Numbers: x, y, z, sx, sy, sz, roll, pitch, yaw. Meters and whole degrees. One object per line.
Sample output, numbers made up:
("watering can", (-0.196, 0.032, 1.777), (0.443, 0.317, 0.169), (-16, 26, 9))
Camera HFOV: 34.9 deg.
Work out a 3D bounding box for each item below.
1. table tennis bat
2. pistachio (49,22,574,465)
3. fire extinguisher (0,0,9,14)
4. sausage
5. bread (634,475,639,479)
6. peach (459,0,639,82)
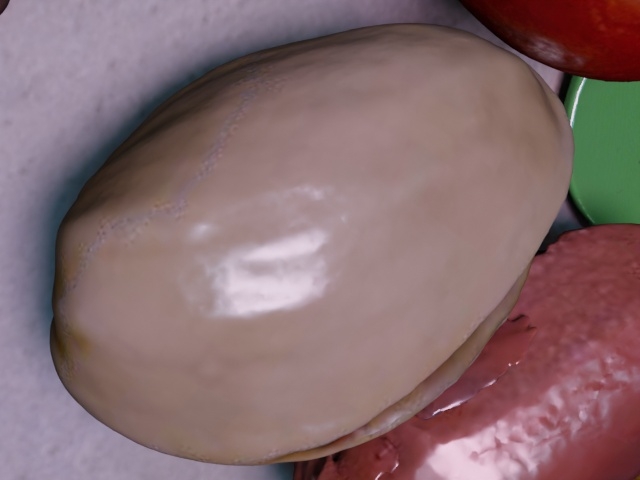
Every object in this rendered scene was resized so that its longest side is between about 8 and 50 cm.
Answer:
("table tennis bat", (0.226, -0.121, 0.656), (0.160, 0.039, 0.257), (-5, 108, -24))
("pistachio", (0.000, 0.000, 0.514), (0.288, 0.166, 0.197), (-23, 72, -12))
("fire extinguisher", (-0.190, -0.131, 0.451), (0.252, 0.106, 0.075), (-17, 88, -17))
("sausage", (0.109, 0.099, 0.596), (0.280, 0.152, 0.152), (-33, 111, -14))
("bread", (0.215, 0.240, 0.662), (0.229, 0.139, 0.143), (-33, 94, -22))
("peach", (0.150, -0.192, 0.515), (0.243, 0.243, 0.199), (36, 126, -24))
